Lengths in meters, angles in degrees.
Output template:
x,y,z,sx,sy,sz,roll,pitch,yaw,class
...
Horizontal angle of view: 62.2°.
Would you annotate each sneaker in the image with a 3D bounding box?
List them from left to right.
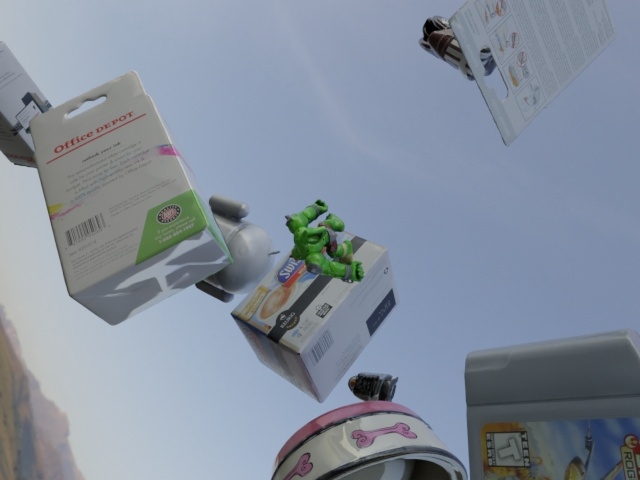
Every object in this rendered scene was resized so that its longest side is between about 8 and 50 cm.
x,y,z,sx,sy,sz,roll,pitch,yaw,class
0.139,0.409,1.455,0.107,0.100,0.271,23,-19,-2,sneaker
0.301,-0.424,1.116,0.162,0.281,0.107,34,-59,13,sneaker

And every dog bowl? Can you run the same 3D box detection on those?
x,y,z,sx,sy,sz,roll,pitch,yaw,class
0.079,0.492,1.071,0.150,0.407,0.408,-117,-148,-50,dog bowl

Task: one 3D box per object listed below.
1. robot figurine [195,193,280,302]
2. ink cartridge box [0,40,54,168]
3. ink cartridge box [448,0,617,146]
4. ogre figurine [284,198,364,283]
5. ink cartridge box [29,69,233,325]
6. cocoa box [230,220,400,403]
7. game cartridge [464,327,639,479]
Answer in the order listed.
x,y,z,sx,sy,sz,roll,pitch,yaw,class
-0.271,0.022,1.459,0.353,0.199,0.300,23,-64,23,robot figurine
-0.594,-0.252,1.009,0.160,0.093,0.220,13,-37,35,ink cartridge box
0.257,-0.266,0.664,0.189,0.232,0.066,52,-8,-30,ink cartridge box
0.000,0.000,1.060,0.096,0.118,0.197,-28,-109,51,ogre figurine
-0.298,-0.079,0.812,0.354,0.207,0.119,60,-4,29,ink cartridge box
-0.002,0.166,1.317,0.227,0.347,0.232,23,-32,35,cocoa box
0.226,0.232,0.463,0.198,0.062,0.298,-27,-127,48,game cartridge
